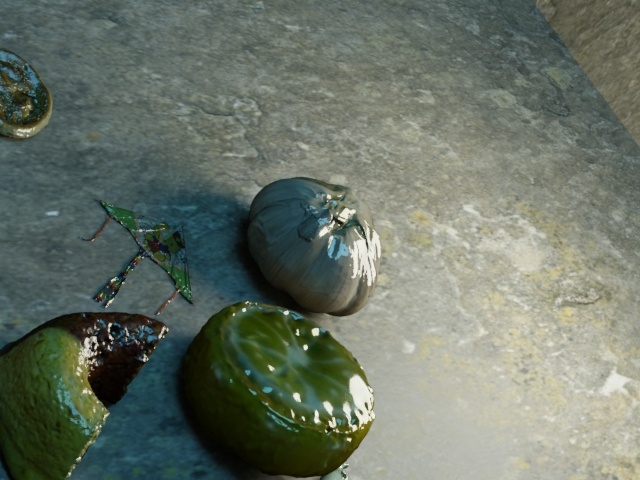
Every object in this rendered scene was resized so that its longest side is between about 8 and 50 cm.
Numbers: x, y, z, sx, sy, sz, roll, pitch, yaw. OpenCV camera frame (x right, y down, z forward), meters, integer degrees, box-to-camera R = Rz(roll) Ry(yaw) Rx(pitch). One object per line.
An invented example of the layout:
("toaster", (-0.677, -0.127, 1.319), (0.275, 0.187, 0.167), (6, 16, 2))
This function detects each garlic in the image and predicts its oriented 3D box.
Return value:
("garlic", (-0.003, 0.000, 2.092), (0.228, 0.152, 0.228), (34, 29, -22))

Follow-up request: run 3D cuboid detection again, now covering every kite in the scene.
("kite", (-0.244, 0.022, 1.927), (0.198, 0.006, 0.244), (46, 33, -1))

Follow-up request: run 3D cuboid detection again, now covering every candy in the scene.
("candy", (-0.055, 0.190, 1.852), (0.260, 0.118, 0.260), (26, 27, -15))

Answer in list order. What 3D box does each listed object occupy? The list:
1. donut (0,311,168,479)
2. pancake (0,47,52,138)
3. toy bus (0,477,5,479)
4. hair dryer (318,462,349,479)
("donut", (-0.283, 0.146, 1.652), (0.151, 0.112, 0.295), (43, 31, -9))
("pancake", (-0.427, -0.202, 1.944), (0.158, 0.028, 0.158), (29, 39, -26))
("toy bus", (-0.410, 0.262, 1.396), (0.236, 0.094, 0.079), (18, 42, -36))
("hair dryer", (0.025, 0.362, 1.828), (0.206, 0.075, 0.237), (46, 24, -13))
